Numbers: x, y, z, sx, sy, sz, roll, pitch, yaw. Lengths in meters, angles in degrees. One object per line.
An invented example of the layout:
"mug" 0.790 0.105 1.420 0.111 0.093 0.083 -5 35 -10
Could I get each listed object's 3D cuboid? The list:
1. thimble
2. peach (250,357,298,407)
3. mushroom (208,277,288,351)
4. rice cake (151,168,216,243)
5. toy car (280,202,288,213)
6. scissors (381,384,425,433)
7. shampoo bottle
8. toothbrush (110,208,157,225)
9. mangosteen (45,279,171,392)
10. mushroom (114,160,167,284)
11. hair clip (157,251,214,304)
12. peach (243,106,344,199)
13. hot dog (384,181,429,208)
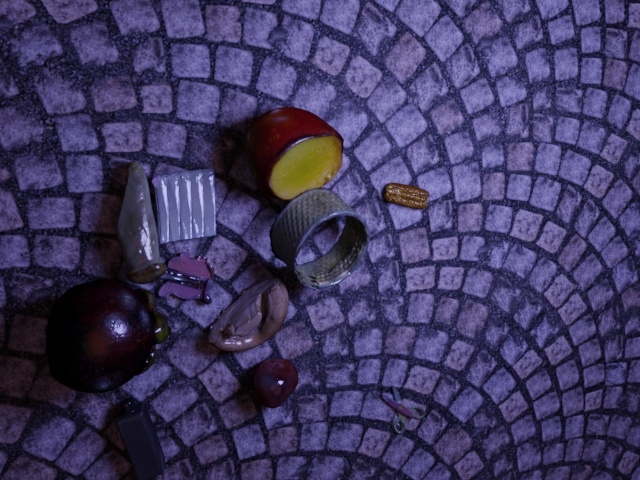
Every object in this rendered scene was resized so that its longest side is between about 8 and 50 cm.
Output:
"thimble" 0.000 0.000 1.269 0.271 0.150 0.270 -18 130 -24
"peach" -0.141 0.447 1.348 0.152 0.152 0.152 -2 98 -15
"mushroom" -0.191 0.242 1.313 0.286 0.156 0.151 -40 118 5
"rice cake" -0.386 -0.099 1.249 0.189 0.037 0.198 -10 95 -18
"toy car" -0.062 -0.079 1.355 0.122 0.035 0.059 16 93 -25
"scissors" 0.284 0.600 1.554 0.133 0.020 0.187 -35 107 -4
"shampoo bottle" -0.538 0.585 1.293 0.079 0.080 0.246 -17 102 -14
"toothbrush" -0.472 -0.049 1.253 0.257 0.024 0.018 17 93 -18
"mangosteen" -0.552 0.246 1.134 0.300 0.300 0.300 -2 98 -15
"mushroom" -0.505 -0.046 1.186 0.107 0.087 0.333 -13 91 -23
"hair clip" -0.404 0.106 1.283 0.187 0.056 0.146 13 93 -26
"peach" -0.072 -0.256 1.221 0.275 0.248 0.245 -17 80 -17
"hot dog" 0.284 -0.149 1.435 0.165 0.045 0.071 11 97 -18
